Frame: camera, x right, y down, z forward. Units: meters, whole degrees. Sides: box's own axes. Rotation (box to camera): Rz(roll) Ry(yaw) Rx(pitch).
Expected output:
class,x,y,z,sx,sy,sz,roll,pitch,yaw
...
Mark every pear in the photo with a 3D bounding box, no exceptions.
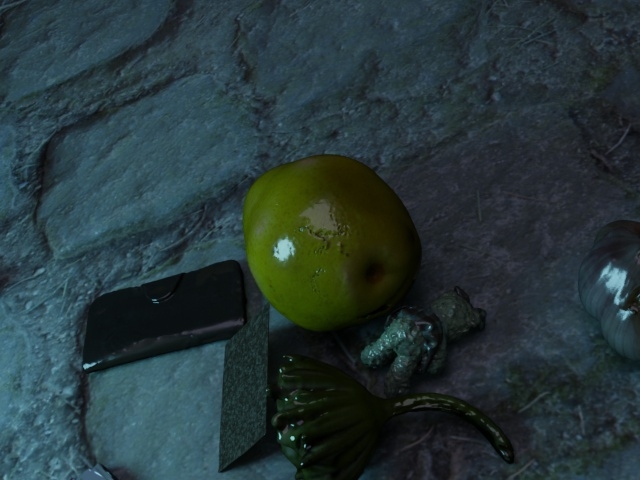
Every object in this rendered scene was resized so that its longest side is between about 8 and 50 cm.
class,x,y,z,sx,sy,sz,roll,pitch,yaw
pear,0.008,-0.009,1.352,0.285,0.285,0.336,-27,47,-1

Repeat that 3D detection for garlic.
class,x,y,z,sx,sy,sz,roll,pitch,yaw
garlic,0.499,0.064,1.178,0.207,0.207,0.256,-56,19,-23

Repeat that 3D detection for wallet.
class,x,y,z,sx,sy,sz,roll,pitch,yaw
wallet,-0.281,0.134,1.504,0.309,0.042,0.165,-15,52,9

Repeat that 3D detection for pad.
class,x,y,z,sx,sy,sz,roll,pitch,yaw
pad,-0.121,0.231,1.326,0.158,0.003,0.235,-45,34,41

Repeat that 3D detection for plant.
class,x,y,z,sx,sy,sz,roll,pitch,yaw
plant,0.076,0.270,1.238,0.333,0.180,0.251,-7,61,-18

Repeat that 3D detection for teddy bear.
class,x,y,z,sx,sy,sz,roll,pitch,yaw
teddy bear,0.157,0.138,1.291,0.213,0.111,0.133,-37,54,-8

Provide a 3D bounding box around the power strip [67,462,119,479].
class,x,y,z,sx,sy,sz,roll,pitch,yaw
power strip,-0.302,0.450,1.269,0.279,0.037,0.109,29,68,35
